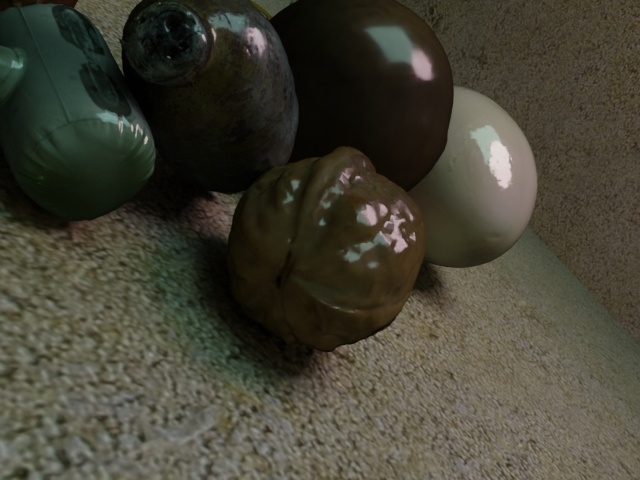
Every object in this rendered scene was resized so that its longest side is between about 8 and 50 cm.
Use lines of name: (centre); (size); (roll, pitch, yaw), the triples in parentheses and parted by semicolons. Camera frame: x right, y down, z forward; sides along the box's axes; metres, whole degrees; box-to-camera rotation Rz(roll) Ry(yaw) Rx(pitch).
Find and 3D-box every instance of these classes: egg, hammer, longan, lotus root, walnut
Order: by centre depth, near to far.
hammer: (-0.292, -0.130, 0.606); (0.335, 0.119, 0.206); (13, 34, -46)
lotus root: (-0.103, -0.150, 0.789); (0.175, 0.175, 0.349); (47, -8, 10)
walnut: (0.007, 0.006, 0.797); (0.198, 0.198, 0.245); (45, 27, 4)
longan: (0.027, -0.191, 1.102); (0.319, 0.319, 0.319); (39, 18, -15)
egg: (0.208, -0.101, 1.308); (0.283, 0.283, 0.345); (30, 19, -36)

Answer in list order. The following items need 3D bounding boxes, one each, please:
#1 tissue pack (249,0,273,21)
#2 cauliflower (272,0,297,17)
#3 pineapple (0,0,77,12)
tissue pack: (-0.117, -0.333, 1.400); (0.178, 0.123, 0.127); (51, 19, 20)
cauliflower: (0.003, -0.393, 1.561); (0.239, 0.315, 0.256); (32, -6, 32)
pineapple: (-0.396, -0.340, 0.774); (0.364, 0.165, 0.165); (40, 18, -4)
